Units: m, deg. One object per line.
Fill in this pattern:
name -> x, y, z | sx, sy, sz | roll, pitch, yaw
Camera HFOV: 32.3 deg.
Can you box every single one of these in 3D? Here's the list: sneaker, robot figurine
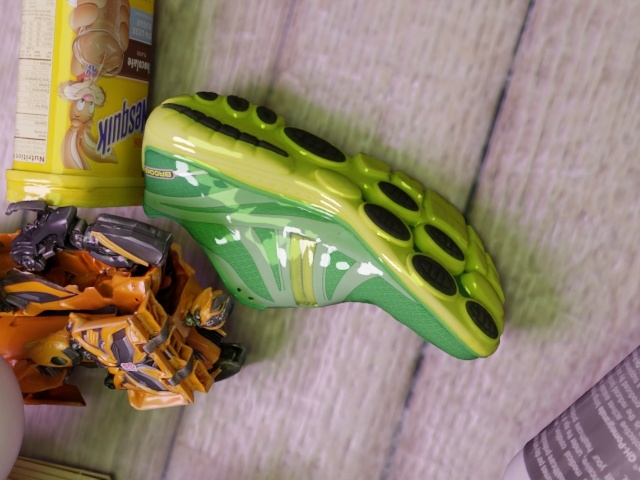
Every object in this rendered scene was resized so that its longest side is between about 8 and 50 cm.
sneaker -> 0.000, 0.000, 0.801 | 0.296, 0.109, 0.123 | 31, 126, 10
robot figurine -> -0.200, 0.062, 0.820 | 0.291, 0.211, 0.085 | -2, 50, 24

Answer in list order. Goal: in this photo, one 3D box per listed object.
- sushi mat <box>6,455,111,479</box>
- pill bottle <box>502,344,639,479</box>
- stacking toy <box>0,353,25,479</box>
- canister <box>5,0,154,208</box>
sushi mat -> -0.325, 0.243, 0.950 | 0.317, 0.019, 0.151 | 9, 99, 16
pill bottle -> 0.228, 0.161, 0.696 | 0.318, 0.176, 0.176 | -45, 82, 15
stacking toy -> -0.361, 0.266, 0.791 | 0.351, 0.350, 0.479 | 32, 103, 12
canister -> -0.174, -0.112, 0.818 | 0.073, 0.126, 0.169 | 6, 95, 16
